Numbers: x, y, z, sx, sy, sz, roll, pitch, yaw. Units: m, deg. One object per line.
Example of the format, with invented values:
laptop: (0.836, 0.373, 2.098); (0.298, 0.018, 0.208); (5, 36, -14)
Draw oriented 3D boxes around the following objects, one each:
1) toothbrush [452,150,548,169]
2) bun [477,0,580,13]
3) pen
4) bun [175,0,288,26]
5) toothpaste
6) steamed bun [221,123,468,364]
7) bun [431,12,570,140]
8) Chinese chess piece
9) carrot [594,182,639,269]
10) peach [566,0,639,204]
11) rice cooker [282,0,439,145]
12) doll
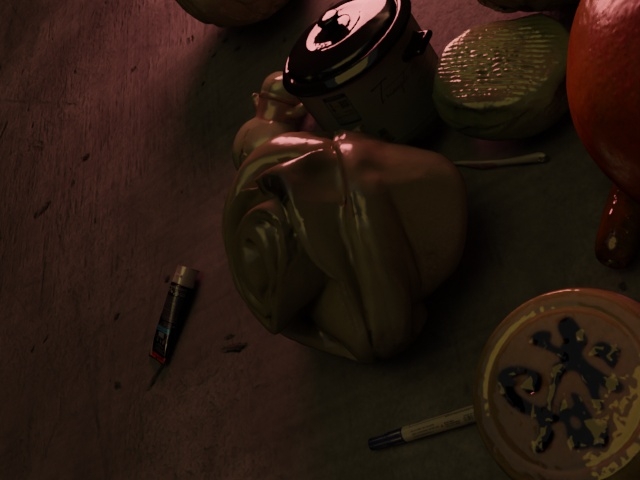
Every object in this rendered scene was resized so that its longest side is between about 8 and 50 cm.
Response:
toothbrush: (0.254, -0.120, 1.207); (0.204, 0.017, 0.022); (-3, 56, 42)
bun: (0.329, -0.409, 1.164); (0.239, 0.239, 0.142); (-2, 97, 42)
pen: (0.151, 0.258, 1.091); (0.204, 0.025, 0.025); (-27, 52, 31)
bun: (-0.179, -0.607, 1.718); (0.352, 0.227, 0.349); (-26, 52, 28)
toothpaste: (-0.292, 0.144, 1.552); (0.071, 0.045, 0.194); (12, 83, 54)
steamed bun: (0.000, 0.000, 1.152); (0.367, 0.255, 0.343); (26, 111, 45)
bun: (0.280, -0.233, 1.172); (0.221, 0.108, 0.221); (-16, 52, 21)
Chinese chess piece: (0.306, 0.182, 0.932); (0.257, 0.104, 0.257); (-22, 54, 34)
carrot: (0.405, -0.076, 1.018); (0.059, 0.059, 0.248); (5, 68, 44)
peach: (0.423, -0.219, 0.895); (0.306, 0.242, 0.381); (-20, 60, 31)
rice cooker: (0.071, -0.276, 1.280); (0.280, 0.227, 0.241); (0, 53, 44)
doll: (-0.097, -0.213, 1.510); (0.154, 0.113, 0.275); (25, 85, 44)
